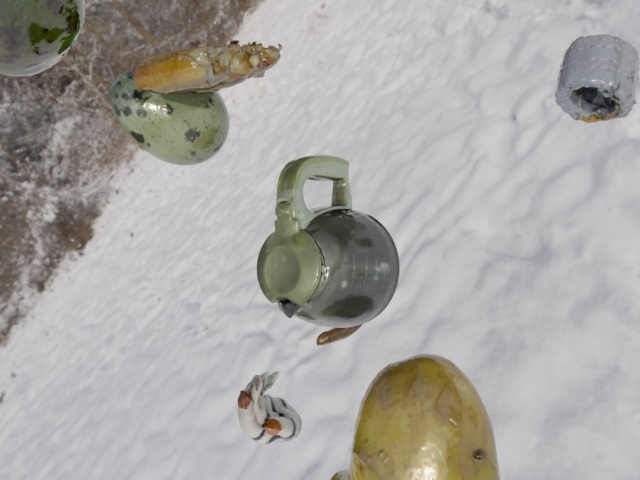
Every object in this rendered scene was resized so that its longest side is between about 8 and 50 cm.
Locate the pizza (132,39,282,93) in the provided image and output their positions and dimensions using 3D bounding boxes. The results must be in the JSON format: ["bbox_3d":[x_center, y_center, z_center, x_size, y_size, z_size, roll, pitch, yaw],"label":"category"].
[{"bbox_3d":[-0.173,-0.294,0.801,0.189,0.071,0.297,0,26,25],"label":"pizza"}]

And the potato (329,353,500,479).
[{"bbox_3d":[0.156,0.400,0.939,0.397,0.289,0.296,-37,57,44],"label":"potato"}]

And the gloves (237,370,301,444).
[{"bbox_3d":[-0.126,0.369,1.027,0.131,0.218,0.140,-27,52,17],"label":"gloves"}]

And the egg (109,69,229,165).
[{"bbox_3d":[-0.285,-0.240,0.906,0.177,0.228,0.177,-33,46,42],"label":"egg"}]

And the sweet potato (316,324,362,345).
[{"bbox_3d":[0.063,0.236,1.274,0.182,0.053,0.054,-32,-5,-26],"label":"sweet potato"}]

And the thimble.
[{"bbox_3d":[0.529,-0.308,0.906,0.127,0.151,0.118,6,73,47],"label":"thimble"}]

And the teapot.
[{"bbox_3d":[0.015,0.014,0.895,0.239,0.239,0.322,30,103,32],"label":"teapot"}]

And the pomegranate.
[{"bbox_3d":[-0.368,-0.318,0.570,0.211,0.211,0.263,-25,18,48],"label":"pomegranate"}]
